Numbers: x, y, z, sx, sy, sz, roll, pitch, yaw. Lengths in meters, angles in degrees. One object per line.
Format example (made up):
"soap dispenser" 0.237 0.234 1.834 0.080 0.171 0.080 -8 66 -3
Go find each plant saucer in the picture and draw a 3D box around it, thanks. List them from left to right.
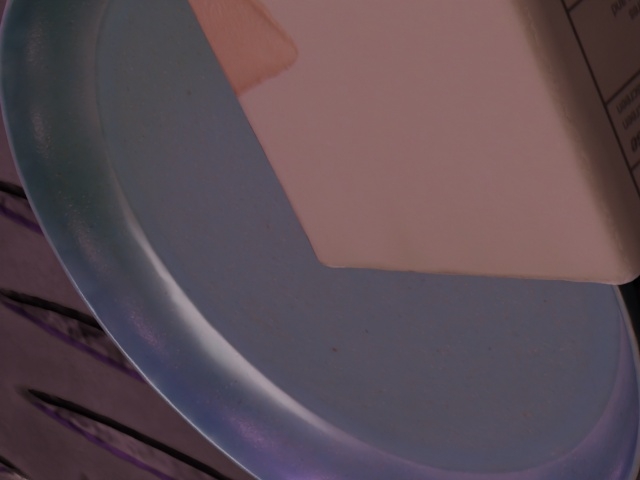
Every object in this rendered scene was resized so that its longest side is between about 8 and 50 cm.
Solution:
"plant saucer" 0.000 0.000 0.718 0.317 0.044 0.317 29 142 25

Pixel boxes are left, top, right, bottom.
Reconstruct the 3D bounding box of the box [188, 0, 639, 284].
"box" 0.018 -0.153 0.454 0.121 0.148 0.311 2 125 47
